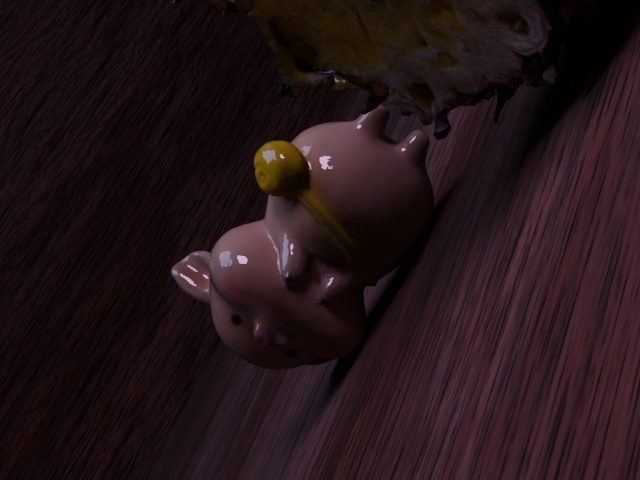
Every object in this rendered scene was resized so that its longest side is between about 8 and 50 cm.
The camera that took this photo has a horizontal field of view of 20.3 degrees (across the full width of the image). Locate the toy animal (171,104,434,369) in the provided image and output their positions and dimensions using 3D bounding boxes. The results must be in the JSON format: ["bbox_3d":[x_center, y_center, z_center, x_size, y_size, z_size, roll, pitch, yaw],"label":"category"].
[{"bbox_3d":[-0.002,-0.002,1.486,0.248,0.165,0.149,-51,2,23],"label":"toy animal"}]

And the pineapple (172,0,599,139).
[{"bbox_3d":[0.068,-0.272,1.193,0.300,0.352,0.352,-62,4,-39],"label":"pineapple"}]
